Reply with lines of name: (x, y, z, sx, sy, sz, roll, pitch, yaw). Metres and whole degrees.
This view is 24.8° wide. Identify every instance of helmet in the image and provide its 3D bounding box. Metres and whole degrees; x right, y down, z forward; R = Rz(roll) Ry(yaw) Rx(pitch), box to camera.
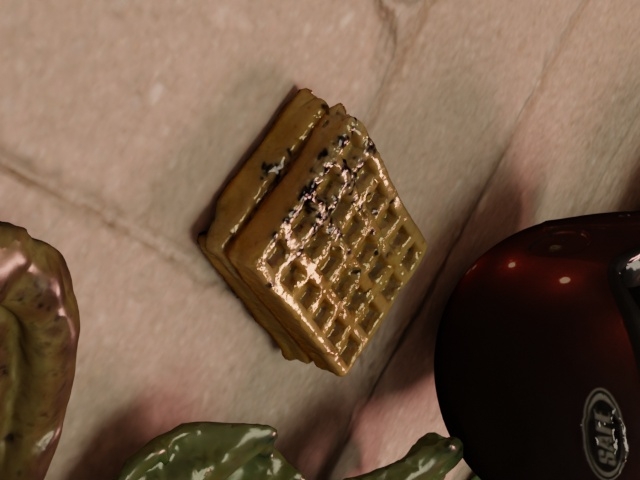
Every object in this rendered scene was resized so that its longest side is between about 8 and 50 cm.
helmet: (0.169, 0.081, 0.934, 0.216, 0.193, 0.189, -89, 170, -72)

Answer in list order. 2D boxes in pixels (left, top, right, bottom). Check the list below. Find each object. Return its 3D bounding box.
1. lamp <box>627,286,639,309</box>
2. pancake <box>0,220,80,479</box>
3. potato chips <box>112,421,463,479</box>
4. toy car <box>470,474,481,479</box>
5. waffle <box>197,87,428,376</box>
lamp: (0.311, 0.033, 1.138, 0.244, 0.198, 0.198, -25, 134, -34)
pancake: (-0.190, 0.101, 0.566, 0.250, 0.031, 0.250, -38, 146, -32)
potato chips: (-0.057, 0.273, 0.841, 0.373, 0.097, 0.389, 9, 104, -57)
toy car: (0.176, 0.209, 1.179, 0.186, 0.058, 0.093, -5, 119, -42)
waffle: (0.000, 0.001, 0.767, 0.102, 0.042, 0.148, -54, 148, -15)
